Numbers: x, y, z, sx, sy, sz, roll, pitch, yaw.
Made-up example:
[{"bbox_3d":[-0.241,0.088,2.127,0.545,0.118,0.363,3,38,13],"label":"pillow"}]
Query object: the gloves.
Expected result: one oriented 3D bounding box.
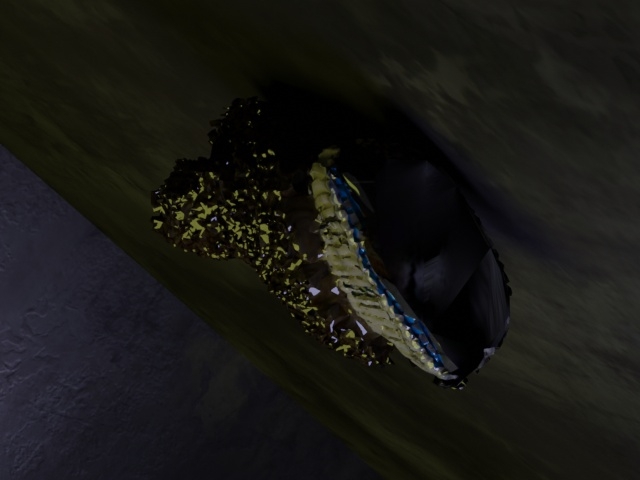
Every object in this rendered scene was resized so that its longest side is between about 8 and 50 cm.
[{"bbox_3d":[0.001,-0.007,1.234,0.210,0.135,0.312,36,175,-19],"label":"gloves"}]
